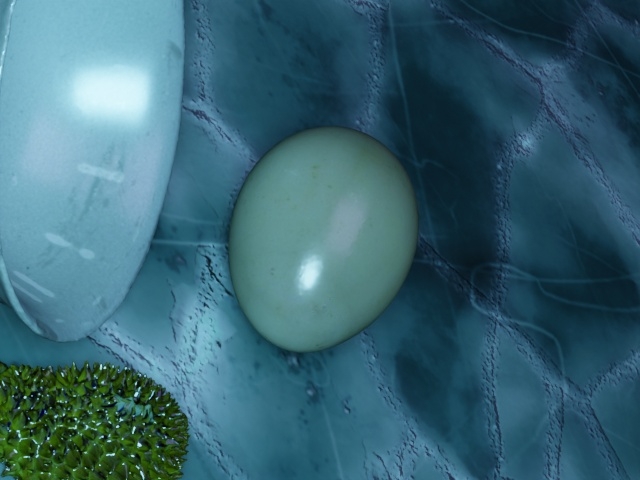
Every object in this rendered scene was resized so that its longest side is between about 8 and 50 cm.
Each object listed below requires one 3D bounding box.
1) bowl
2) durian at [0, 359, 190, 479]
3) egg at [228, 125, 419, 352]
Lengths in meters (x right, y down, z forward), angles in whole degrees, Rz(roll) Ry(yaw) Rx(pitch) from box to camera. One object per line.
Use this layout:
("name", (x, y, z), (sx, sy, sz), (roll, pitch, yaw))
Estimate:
("bowl", (-0.282, -0.135, 1.745), (0.196, 0.435, 0.435), (7, 43, 14))
("durian", (-0.199, 0.167, 1.743), (0.220, 0.095, 0.137), (18, 51, -27))
("egg", (0.000, 0.000, 1.975), (0.188, 0.188, 0.254), (37, 52, -19))
